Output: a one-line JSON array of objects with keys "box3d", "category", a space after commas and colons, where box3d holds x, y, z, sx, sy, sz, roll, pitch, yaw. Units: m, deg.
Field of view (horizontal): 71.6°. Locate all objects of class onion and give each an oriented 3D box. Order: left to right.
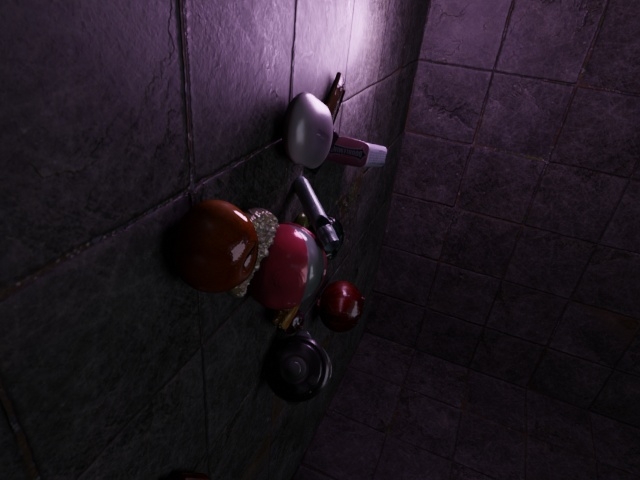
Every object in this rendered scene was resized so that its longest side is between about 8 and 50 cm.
[{"box3d": [-0.115, 0.346, 1.869, 0.115, 0.104, 0.115, -38, 148, -29], "category": "onion"}, {"box3d": [0.100, 0.347, 2.339, 0.276, 0.276, 0.276, 17, 90, -73], "category": "onion"}]

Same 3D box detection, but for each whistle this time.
[{"box3d": [-0.019, -0.098, 1.525, 0.062, 0.312, 0.062, -18, 146, -13], "category": "whistle"}]

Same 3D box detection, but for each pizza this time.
[{"box3d": [-0.127, 0.235, 1.692, 0.226, 0.086, 0.335, -46, 164, -55], "category": "pizza"}]

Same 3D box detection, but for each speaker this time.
[{"box3d": [-0.121, 0.088, 1.474, 0.294, 0.294, 0.294, 17, 90, -73], "category": "speaker"}]

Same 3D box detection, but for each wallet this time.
[{"box3d": [0.042, -0.493, 1.674, 0.133, 0.039, 0.243, 46, 62, -73], "category": "wallet"}]

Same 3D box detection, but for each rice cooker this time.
[{"box3d": [-0.085, 0.541, 1.886, 0.316, 0.264, 0.316, 8, 90, -79], "category": "rice cooker"}]

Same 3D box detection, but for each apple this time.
[{"box3d": [-0.235, 0.021, 1.042, 0.235, 0.173, 0.210, 66, 44, -67], "category": "apple"}]

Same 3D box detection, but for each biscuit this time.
[{"box3d": [-0.213, 0.005, 1.264, 0.179, 0.084, 0.281, 78, 30, -50], "category": "biscuit"}]

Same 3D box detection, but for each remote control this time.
[{"box3d": [-0.036, -0.351, 1.443, 0.332, 0.103, 0.221, -6, 105, -72], "category": "remote control"}]

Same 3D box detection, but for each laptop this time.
[{"box3d": [0.008, -0.338, 1.683, 0.180, 0.016, 0.129, -58, 164, 5], "category": "laptop"}]

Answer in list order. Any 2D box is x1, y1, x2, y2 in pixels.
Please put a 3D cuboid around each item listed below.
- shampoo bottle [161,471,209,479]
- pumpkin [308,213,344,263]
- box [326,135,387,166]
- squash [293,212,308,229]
[{"box3d": [-0.420, 0.761, 1.352, 0.260, 0.064, 0.102, 75, 36, -61], "category": "shampoo bottle"}, {"box3d": [0.000, 0.000, 1.801, 0.220, 0.162, 0.220, -49, 154, -35], "category": "pumpkin"}, {"box3d": [0.161, -0.379, 1.909, 0.369, 0.190, 0.112, -29, 134, -68], "category": "box"}, {"box3d": [-0.094, 0.022, 1.683, 0.069, 0.069, 0.258, -23, 127, -69], "category": "squash"}]
